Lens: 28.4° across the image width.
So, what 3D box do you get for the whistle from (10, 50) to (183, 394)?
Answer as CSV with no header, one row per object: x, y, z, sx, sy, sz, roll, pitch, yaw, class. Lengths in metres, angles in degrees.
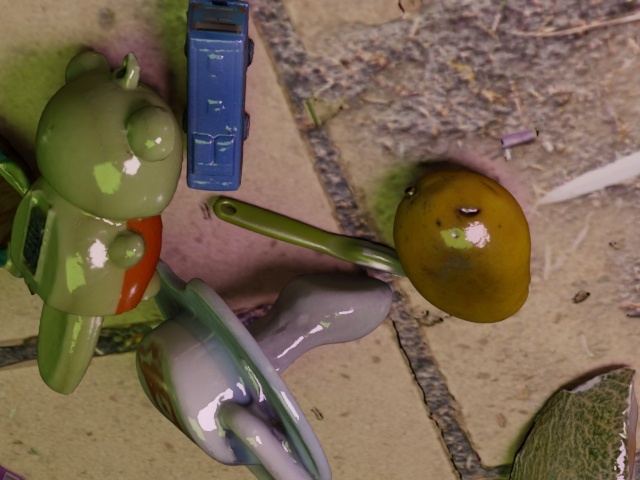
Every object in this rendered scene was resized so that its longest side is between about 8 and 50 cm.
-0.170,-0.010,0.954,0.106,0.131,0.288,-8,125,-39,whistle

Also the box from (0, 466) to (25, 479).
-0.374,0.248,1.326,0.117,0.036,0.050,32,130,-19,box

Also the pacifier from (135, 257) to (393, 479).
-0.032,0.092,1.029,0.207,0.279,0.227,-38,110,-14,pacifier

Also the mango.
0.117,0.012,0.989,0.103,0.076,0.161,-17,137,16,mango

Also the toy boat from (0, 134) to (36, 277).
-0.328,-0.080,0.970,0.108,0.099,0.293,-29,130,30,toy boat

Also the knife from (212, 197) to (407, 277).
0.000,0.000,1.034,0.184,0.022,0.026,18,159,-8,knife

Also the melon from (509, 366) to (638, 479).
0.252,0.211,1.131,0.093,0.139,0.202,2,135,-23,melon

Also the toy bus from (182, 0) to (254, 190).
-0.077,-0.103,0.924,0.051,0.061,0.153,5,132,-1,toy bus
